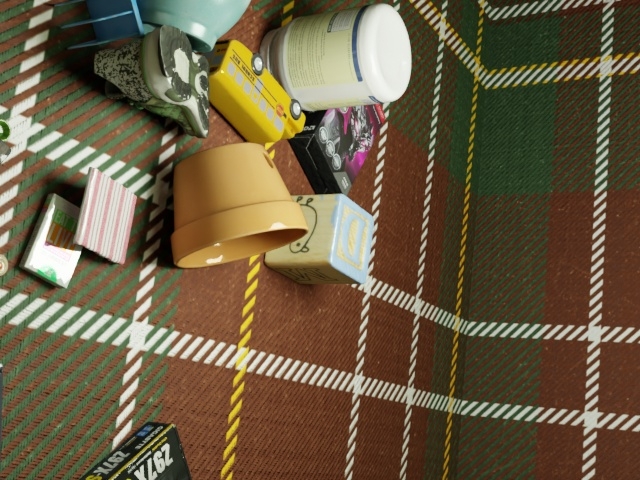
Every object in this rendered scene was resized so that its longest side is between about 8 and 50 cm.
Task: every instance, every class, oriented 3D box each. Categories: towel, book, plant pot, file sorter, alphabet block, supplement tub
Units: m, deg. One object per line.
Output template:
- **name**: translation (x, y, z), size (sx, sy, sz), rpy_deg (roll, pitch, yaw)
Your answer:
- **towel**: translation (-0.403, -0.042, 1.582), size (0.197, 0.029, 0.144), rpy_deg (50, 47, -73)
- **book**: translation (-0.474, 0.001, 1.519), size (0.096, 0.035, 0.144), rpy_deg (40, 57, -47)
- **plant pot**: translation (-0.270, -0.485, 1.645), size (0.293, 0.293, 0.196), rpy_deg (17, 86, -58)
- **plant pot**: translation (-0.189, -0.078, 1.783), size (0.291, 0.291, 0.204), rpy_deg (-3, 75, -59)
- **file sorter**: translation (-0.418, -0.441, 1.540), size (0.104, 0.118, 0.170), rpy_deg (-36, 120, -49)
- **alphabet block**: translation (0.000, 0.000, 2.147), size (0.193, 0.197, 0.192), rpy_deg (35, 59, -54)
- **supplement tub**: translation (0.036, -0.444, 2.092), size (0.235, 0.324, 0.235), rpy_deg (2, 88, -59)

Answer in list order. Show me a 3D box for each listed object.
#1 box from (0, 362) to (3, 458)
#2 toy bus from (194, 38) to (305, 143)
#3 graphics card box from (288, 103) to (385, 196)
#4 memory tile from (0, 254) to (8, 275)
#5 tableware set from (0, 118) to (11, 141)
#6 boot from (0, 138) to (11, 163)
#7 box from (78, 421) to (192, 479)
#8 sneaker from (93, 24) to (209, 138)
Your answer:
- **box**: translation (-0.560, 0.282, 1.245), size (0.108, 0.153, 0.207), rpy_deg (4, 87, -60)
- **toy bus**: translation (-0.164, -0.331, 1.966), size (0.332, 0.108, 0.130), rpy_deg (45, 52, -49)
- **graphics card box**: translation (0.053, -0.318, 2.347), size (0.371, 0.094, 0.233), rpy_deg (-62, 139, -38)
- **memory tile**: translation (-0.573, 0.035, 1.364), size (0.148, 0.012, 0.113), rpy_deg (57, 43, -41)
- **tableware set**: translation (-0.568, -0.189, 1.368), size (0.154, 0.024, 0.104), rpy_deg (47, 50, -48)
- **boot**: translation (-0.612, -0.157, 1.251), size (0.263, 0.091, 0.229), rpy_deg (-53, 122, -35)
- **box**: translation (-0.369, 0.542, 1.631), size (0.322, 0.079, 0.257), rpy_deg (-37, 119, -53)
- **sneaker**: translation (-0.324, -0.308, 1.667), size (0.410, 0.182, 0.158), rpy_deg (63, 28, -78)
